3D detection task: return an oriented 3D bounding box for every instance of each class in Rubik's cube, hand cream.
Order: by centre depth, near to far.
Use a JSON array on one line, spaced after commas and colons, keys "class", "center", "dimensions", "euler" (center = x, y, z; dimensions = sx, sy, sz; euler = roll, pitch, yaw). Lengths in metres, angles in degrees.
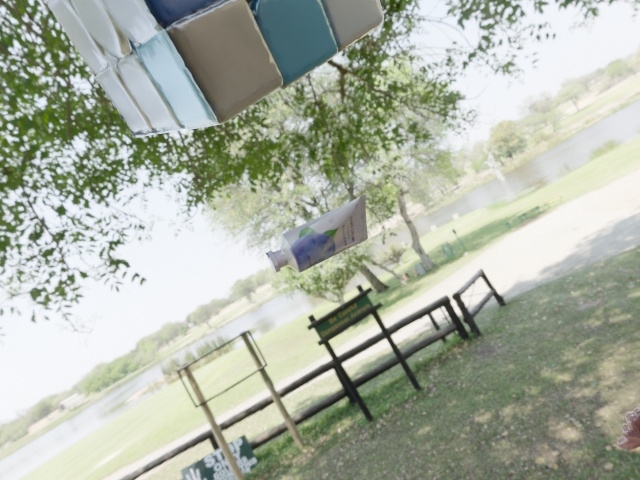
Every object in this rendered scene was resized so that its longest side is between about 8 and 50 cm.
[{"class": "hand cream", "center": [0.000, 0.000, 0.525], "dimensions": [0.142, 0.053, 0.084], "euler": [-23, -41, -12]}, {"class": "Rubik's cube", "center": [-0.179, -0.385, 0.593], "dimensions": [0.347, 0.346, 0.344], "euler": [13, 49, 47]}]

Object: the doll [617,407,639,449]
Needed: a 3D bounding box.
[{"class": "doll", "center": [0.518, 0.322, 0.526], "dimensions": [0.211, 0.262, 0.093], "euler": [-61, -21, 9]}]
